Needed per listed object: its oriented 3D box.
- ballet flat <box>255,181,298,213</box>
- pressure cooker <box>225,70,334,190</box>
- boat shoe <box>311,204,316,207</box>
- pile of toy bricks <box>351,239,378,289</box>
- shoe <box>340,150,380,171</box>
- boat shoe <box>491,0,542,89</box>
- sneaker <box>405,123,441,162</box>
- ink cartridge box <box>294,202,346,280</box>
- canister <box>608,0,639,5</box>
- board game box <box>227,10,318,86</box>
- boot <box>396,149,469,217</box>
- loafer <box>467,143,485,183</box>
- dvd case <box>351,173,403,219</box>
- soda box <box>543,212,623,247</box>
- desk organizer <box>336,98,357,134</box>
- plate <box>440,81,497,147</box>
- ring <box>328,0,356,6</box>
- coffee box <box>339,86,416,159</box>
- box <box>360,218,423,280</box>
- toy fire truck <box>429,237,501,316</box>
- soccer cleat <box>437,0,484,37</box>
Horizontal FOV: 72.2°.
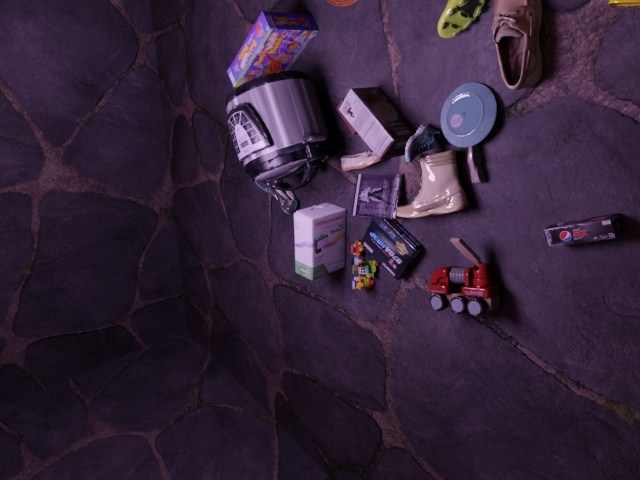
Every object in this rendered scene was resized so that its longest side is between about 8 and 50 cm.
[{"bbox_3d":[-0.201,-0.248,2.099,0.280,0.095,0.096,44,126,15],"label":"ballet flat"},{"bbox_3d":[-0.147,-0.408,1.738,0.370,0.376,0.420,-56,-51,-83],"label":"pressure cooker"},{"bbox_3d":[-0.045,-0.067,1.984,0.065,0.083,0.183,28,125,41],"label":"boat shoe"},{"bbox_3d":[0.184,0.104,1.787,0.105,0.118,0.212,-1,96,11],"label":"pile of toy bricks"},{"bbox_3d":[0.151,-0.304,1.651,0.219,0.077,0.058,-1,109,53],"label":"shoe"},{"bbox_3d":[0.493,-0.539,1.116,0.109,0.098,0.302,2,107,50],"label":"boat shoe"},{"bbox_3d":[0.325,-0.306,1.384,0.076,0.166,0.065,22,153,29],"label":"sneaker"},{"bbox_3d":[0.000,0.000,1.863,0.117,0.201,0.278,23,122,43],"label":"ink cartridge box"},{"bbox_3d":[0.683,-0.577,0.893,0.126,0.073,0.169,25,122,42],"label":"canister"},{"bbox_3d":[-0.197,-0.752,1.749,0.347,0.233,0.078,-31,80,52],"label":"board game box"},{"bbox_3d":[0.347,-0.183,1.450,0.262,0.095,0.203,-7,101,50],"label":"boot"},{"bbox_3d":[0.464,-0.233,1.332,0.039,0.045,0.125,-1,107,58],"label":"loafer"},{"bbox_3d":[0.209,-0.167,1.645,0.221,0.018,0.164,10,92,48],"label":"dvd case"},{"bbox_3d":[0.682,-0.025,1.144,0.169,0.060,0.053,-13,96,51],"label":"soda box"},{"bbox_3d":[0.117,-0.466,1.646,0.130,0.047,0.050,60,143,14],"label":"desk organizer"},{"bbox_3d":[0.429,-0.372,1.298,0.188,0.024,0.188,8,100,50],"label":"plate"},{"bbox_3d":[0.075,-0.983,1.484,0.337,0.032,0.336,23,121,44],"label":"ring"},{"bbox_3d":[0.198,-0.404,1.500,0.246,0.141,0.098,55,139,17],"label":"coffee box"},{"bbox_3d":[0.266,0.016,1.670,0.220,0.051,0.175,49,137,26],"label":"box"},{"bbox_3d":[0.453,0.110,1.425,0.217,0.159,0.246,0,94,51],"label":"toy fire truck"},{"bbox_3d":[0.405,-0.697,1.186,0.289,0.093,0.121,115,155,-47],"label":"soccer cleat"}]
